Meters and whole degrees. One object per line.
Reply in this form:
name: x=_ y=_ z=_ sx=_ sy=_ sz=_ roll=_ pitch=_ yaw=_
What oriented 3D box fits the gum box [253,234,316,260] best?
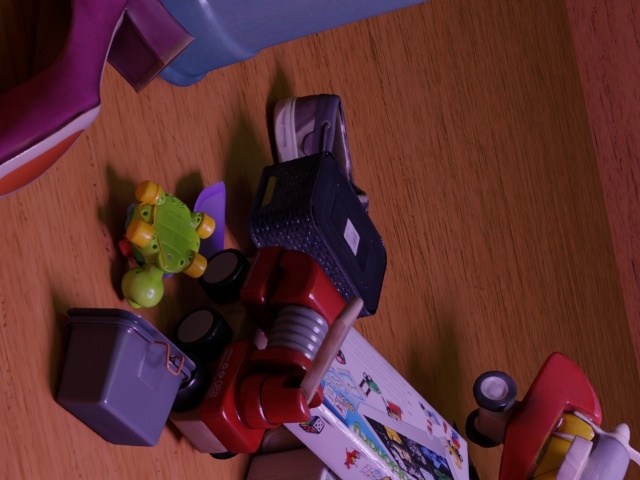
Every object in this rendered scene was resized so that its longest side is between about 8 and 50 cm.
gum box: x=-0.037 y=0.083 z=2.049 sx=0.184 sy=0.041 sz=0.157 roll=-63 pitch=137 yaw=-56

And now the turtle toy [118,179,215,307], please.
turtle toy: x=-0.165 y=0.008 z=1.742 sx=0.095 sy=0.066 sz=0.130 roll=33 pitch=50 yaw=-30

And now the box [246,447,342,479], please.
box: x=-0.022 y=0.295 z=1.917 sx=0.087 sy=0.102 sz=0.101 roll=-74 pitch=145 yaw=-50

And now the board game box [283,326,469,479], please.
board game box: x=0.062 y=0.211 z=1.952 sx=0.305 sy=0.053 sz=0.193 roll=46 pitch=25 yaw=-25

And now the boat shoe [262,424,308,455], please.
boat shoe: x=-0.019 y=0.223 z=1.998 sx=0.206 sy=0.075 sz=0.065 roll=45 pitch=38 yaw=-64

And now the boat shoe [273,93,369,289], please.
boat shoe: x=0.014 y=-0.044 z=2.154 sx=0.103 sy=0.092 sz=0.285 roll=-24 pitch=103 yaw=-67

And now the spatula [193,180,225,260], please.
spatula: x=-0.101 y=0.086 z=1.911 sx=0.084 sy=0.030 sz=0.296 roll=-29 pitch=108 yaw=-65

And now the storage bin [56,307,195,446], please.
storage bin: x=-0.183 y=0.134 z=1.628 sx=0.135 sy=0.098 sz=0.091 roll=49 pitch=48 yaw=-51

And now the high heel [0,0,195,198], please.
high heel: x=-0.269 y=-0.170 z=1.582 sx=0.181 sy=0.127 sz=0.377 roll=46 pitch=33 yaw=-4

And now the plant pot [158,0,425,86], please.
plant pot: x=-0.026 y=-0.358 z=1.846 sx=0.341 sy=0.334 sz=0.341 roll=-8 pitch=90 yaw=-73

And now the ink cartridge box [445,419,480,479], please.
ink cartridge box: x=0.203 y=0.429 z=2.447 sx=0.165 sy=0.065 sz=0.333 roll=-73 pitch=146 yaw=-49

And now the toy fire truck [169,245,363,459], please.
toy fire truck: x=-0.030 y=0.097 z=1.758 sx=0.158 sy=0.246 sz=0.217 roll=55 pitch=42 yaw=-37

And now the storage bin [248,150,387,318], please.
storage bin: x=0.000 y=0.000 z=2.014 sx=0.180 sy=0.084 sz=0.122 roll=58 pitch=30 yaw=-34

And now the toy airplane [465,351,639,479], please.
toy airplane: x=0.318 y=0.377 z=2.299 sx=0.386 sy=0.272 sz=0.384 roll=-72 pitch=169 yaw=-76
